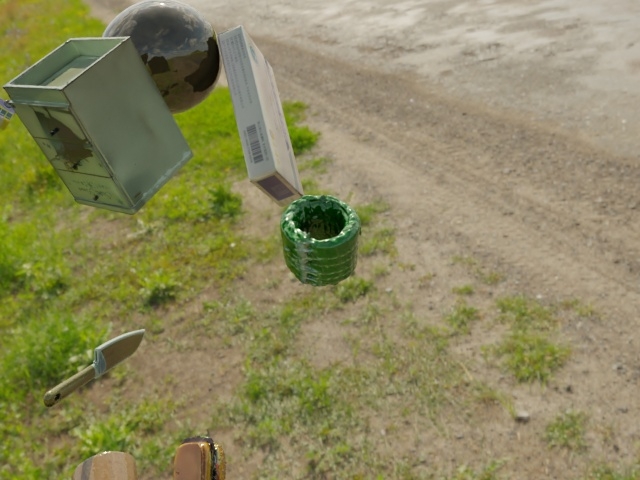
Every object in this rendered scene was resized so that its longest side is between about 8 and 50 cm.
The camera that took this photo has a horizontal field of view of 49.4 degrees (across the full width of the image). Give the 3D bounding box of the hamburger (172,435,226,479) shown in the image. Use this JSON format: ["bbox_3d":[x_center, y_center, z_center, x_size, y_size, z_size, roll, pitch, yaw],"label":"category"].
[{"bbox_3d":[-0.261,0.508,1.505,0.137,0.166,0.087,-12,-22,38],"label":"hamburger"}]

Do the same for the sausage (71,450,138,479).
[{"bbox_3d":[-0.376,0.519,1.243,0.123,0.123,0.253,-17,49,-8],"label":"sausage"}]

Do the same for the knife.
[{"bbox_3d":[-0.432,0.239,1.374,0.026,0.061,0.343,7,11,14],"label":"knife"}]

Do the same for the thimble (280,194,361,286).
[{"bbox_3d":[0.000,0.000,0.997,0.118,0.090,0.130,8,38,12],"label":"thimble"}]

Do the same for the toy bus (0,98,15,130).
[{"bbox_3d":[-0.734,-0.294,1.543,0.052,0.102,0.058,-30,40,44],"label":"toy bus"}]

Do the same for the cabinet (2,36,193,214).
[{"bbox_3d":[-0.320,-0.168,1.014,0.145,0.206,0.150,11,49,37],"label":"cabinet"}]

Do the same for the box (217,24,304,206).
[{"bbox_3d":[-0.126,-0.261,1.493,0.065,0.344,0.200,-18,-18,11],"label":"box"}]

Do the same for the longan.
[{"bbox_3d":[-0.341,-0.395,1.498,0.257,0.258,0.258,-10,25,5],"label":"longan"}]
